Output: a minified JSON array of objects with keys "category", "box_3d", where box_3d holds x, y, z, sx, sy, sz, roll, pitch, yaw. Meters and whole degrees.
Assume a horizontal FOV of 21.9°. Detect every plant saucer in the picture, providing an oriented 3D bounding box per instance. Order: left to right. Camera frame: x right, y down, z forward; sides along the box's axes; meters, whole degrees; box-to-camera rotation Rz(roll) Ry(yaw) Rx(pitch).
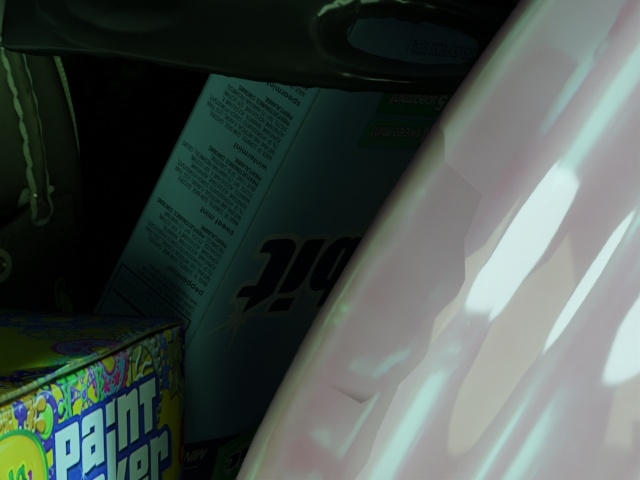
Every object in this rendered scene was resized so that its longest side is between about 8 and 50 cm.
[{"category":"plant saucer","box_3d":[0.086,0.023,0.505,0.084,0.332,0.332,33,109,15]}]

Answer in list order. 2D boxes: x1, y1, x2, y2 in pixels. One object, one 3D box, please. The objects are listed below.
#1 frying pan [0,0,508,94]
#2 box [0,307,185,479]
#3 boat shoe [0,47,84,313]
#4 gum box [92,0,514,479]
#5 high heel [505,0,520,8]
[{"category":"frying pan","box_3d":[-0.125,-0.096,0.454,0.326,0.053,0.197,-15,88,2]},{"category":"box","box_3d":[-0.198,0.161,0.437,0.290,0.177,0.279,3,97,14]},{"category":"boat shoe","box_3d":[-0.130,0.033,0.558,0.109,0.091,0.305,-4,120,-16]},{"category":"gum box","box_3d":[0.000,0.000,0.567,0.157,0.041,0.184,-3,126,-57]},{"category":"high heel","box_3d":[-0.043,-0.151,0.458,0.377,0.127,0.181,3,109,-22]}]
